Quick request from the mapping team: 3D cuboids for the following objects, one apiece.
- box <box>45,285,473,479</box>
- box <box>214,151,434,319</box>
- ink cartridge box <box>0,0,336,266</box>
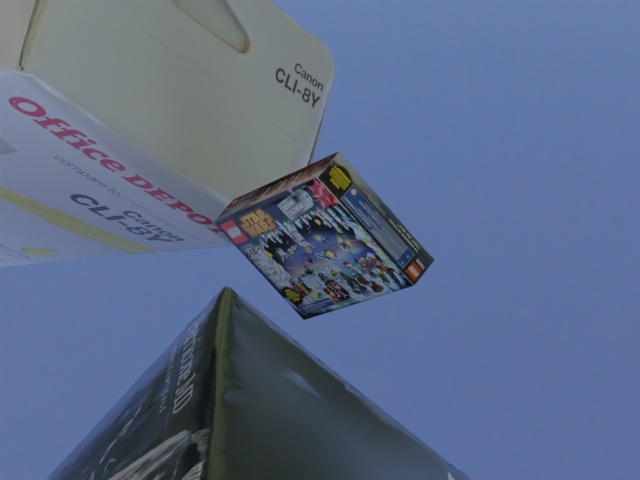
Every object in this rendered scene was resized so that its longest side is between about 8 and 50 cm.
[{"bbox_3d":[-0.119,0.362,1.329,0.297,0.472,0.480,40,-165,-14],"label":"box"},{"bbox_3d":[0.000,0.000,1.212,0.027,0.094,0.137,-49,-165,-30],"label":"box"},{"bbox_3d":[-0.227,-0.108,1.406,0.384,0.279,0.160,-5,-118,42],"label":"ink cartridge box"}]
